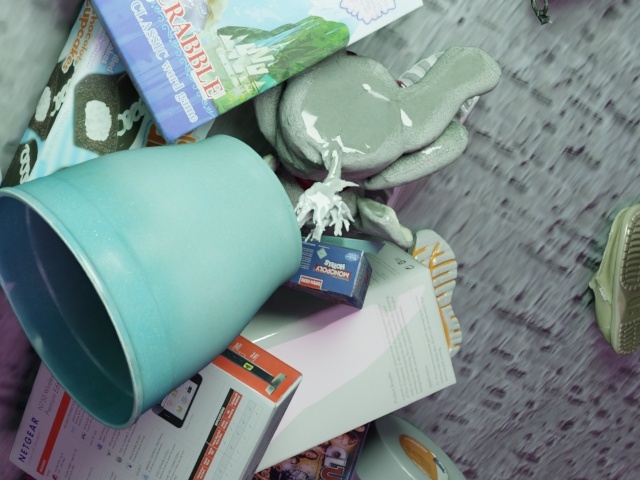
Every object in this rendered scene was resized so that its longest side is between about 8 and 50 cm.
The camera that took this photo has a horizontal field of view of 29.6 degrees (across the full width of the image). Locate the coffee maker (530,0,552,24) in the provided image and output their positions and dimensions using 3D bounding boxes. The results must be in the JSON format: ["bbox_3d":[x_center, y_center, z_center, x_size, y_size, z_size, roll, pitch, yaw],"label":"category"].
[{"bbox_3d":[0.360,-0.383,1.547,0.178,0.120,0.171,-16,157,-19],"label":"coffee maker"}]

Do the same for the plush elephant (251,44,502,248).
[{"bbox_3d":[0.023,-0.118,1.464,0.272,0.255,0.330,25,72,-6],"label":"plush elephant"}]

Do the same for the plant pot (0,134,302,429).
[{"bbox_3d":[-0.170,0.016,1.278,0.255,0.272,0.271,-31,139,-30],"label":"plant pot"}]

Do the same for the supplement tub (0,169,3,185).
[{"bbox_3d":[-0.392,-0.094,1.333,0.071,0.071,0.107,-20,134,-17],"label":"supplement tub"}]

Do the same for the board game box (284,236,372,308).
[{"bbox_3d":[-0.014,0.037,1.544,0.194,0.194,0.060,32,72,-68],"label":"board game box"}]

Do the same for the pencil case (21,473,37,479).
[{"bbox_3d":[-0.373,0.417,1.774,0.098,0.095,0.209,-32,135,3],"label":"pencil case"}]

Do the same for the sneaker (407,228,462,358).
[{"bbox_3d":[0.155,0.081,1.831,0.084,0.083,0.214,-19,116,-27],"label":"sneaker"}]

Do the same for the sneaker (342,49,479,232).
[{"bbox_3d":[0.121,-0.136,1.628,0.281,0.105,0.115,-51,165,13],"label":"sneaker"}]

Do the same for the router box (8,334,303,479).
[{"bbox_3d":[-0.220,0.229,1.553,0.082,0.301,0.335,-43,162,-57],"label":"router box"}]

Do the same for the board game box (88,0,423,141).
[{"bbox_3d":[-0.095,-0.314,1.249,0.318,0.066,0.318,-30,114,-8],"label":"board game box"}]

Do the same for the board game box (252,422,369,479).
[{"bbox_3d":[-0.020,0.315,1.881,0.165,0.042,0.243,15,124,1],"label":"board game box"}]

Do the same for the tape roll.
[{"bbox_3d":[0.149,0.382,1.980,0.072,0.219,0.219,-48,136,13],"label":"tape roll"}]

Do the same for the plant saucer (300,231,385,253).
[{"bbox_3d":[0.000,0.000,1.589,0.067,0.192,0.018,7,91,-36],"label":"plant saucer"}]

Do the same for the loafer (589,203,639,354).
[{"bbox_3d":[0.499,0.060,2.024,0.102,0.092,0.268,-11,115,-30],"label":"loafer"}]

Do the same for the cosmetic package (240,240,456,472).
[{"bbox_3d":[-0.016,0.164,1.696,0.366,0.155,0.196,-20,112,-15],"label":"cosmetic package"}]

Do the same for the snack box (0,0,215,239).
[{"bbox_3d":[-0.214,-0.145,1.361,0.187,0.060,0.321,19,101,-42],"label":"snack box"}]
